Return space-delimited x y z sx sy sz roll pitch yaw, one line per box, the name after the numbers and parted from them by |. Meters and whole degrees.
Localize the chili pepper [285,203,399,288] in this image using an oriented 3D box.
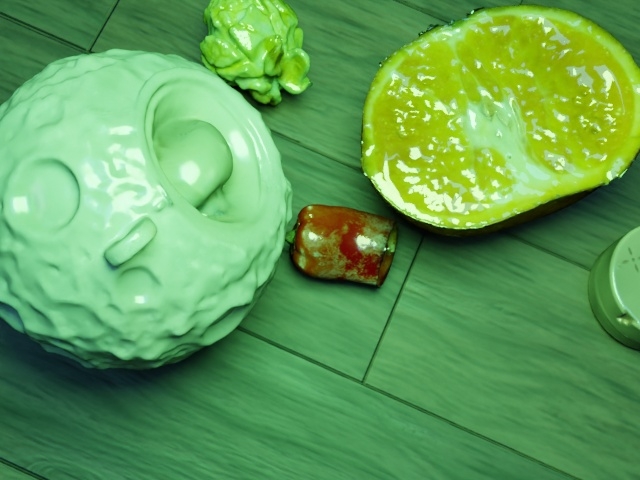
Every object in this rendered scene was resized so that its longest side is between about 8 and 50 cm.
0.000 0.000 1.025 0.192 0.084 0.086 12 42 -3 | chili pepper

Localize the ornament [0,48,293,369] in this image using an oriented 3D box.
-0.207 -0.028 0.896 0.337 0.337 0.337 1 75 -3 | ornament

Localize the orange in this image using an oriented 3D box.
0.214 -0.138 0.992 0.310 0.274 0.274 -36 78 23 | orange

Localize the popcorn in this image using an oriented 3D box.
-0.084 -0.249 1.060 0.162 0.141 0.135 19 73 42 | popcorn

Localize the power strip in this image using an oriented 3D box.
0.414 0.056 1.036 0.154 0.078 0.154 1 72 -3 | power strip
